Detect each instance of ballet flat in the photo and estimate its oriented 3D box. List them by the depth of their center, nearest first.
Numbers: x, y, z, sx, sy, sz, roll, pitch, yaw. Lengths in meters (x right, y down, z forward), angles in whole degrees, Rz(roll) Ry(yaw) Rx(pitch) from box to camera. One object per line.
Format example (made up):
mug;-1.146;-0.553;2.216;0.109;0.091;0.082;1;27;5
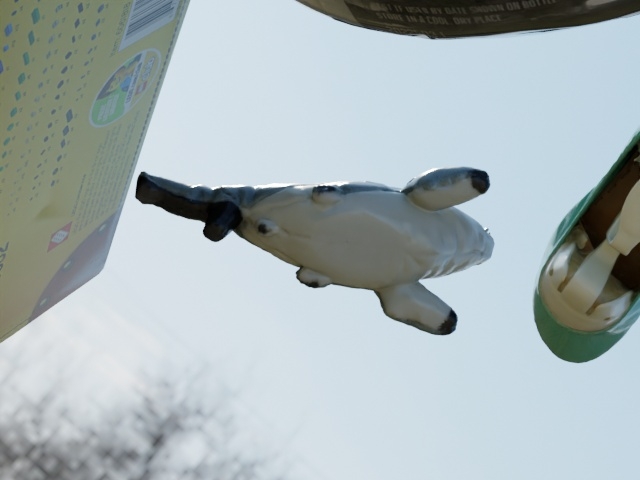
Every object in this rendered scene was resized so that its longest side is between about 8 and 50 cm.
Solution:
ballet flat;0.200;-0.001;1.312;0.083;0.087;0.247;38;-55;12

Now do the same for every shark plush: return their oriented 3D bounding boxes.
shark plush;0.000;0.000;0.842;0.067;0.161;0.073;-131;-140;-72

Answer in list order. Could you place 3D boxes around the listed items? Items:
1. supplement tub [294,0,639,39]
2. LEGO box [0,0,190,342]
supplement tub;0.006;-0.213;0.351;0.207;0.207;0.338;29;-20;36
LEGO box;-0.238;-0.206;0.845;0.372;0.193;0.500;40;-41;15
